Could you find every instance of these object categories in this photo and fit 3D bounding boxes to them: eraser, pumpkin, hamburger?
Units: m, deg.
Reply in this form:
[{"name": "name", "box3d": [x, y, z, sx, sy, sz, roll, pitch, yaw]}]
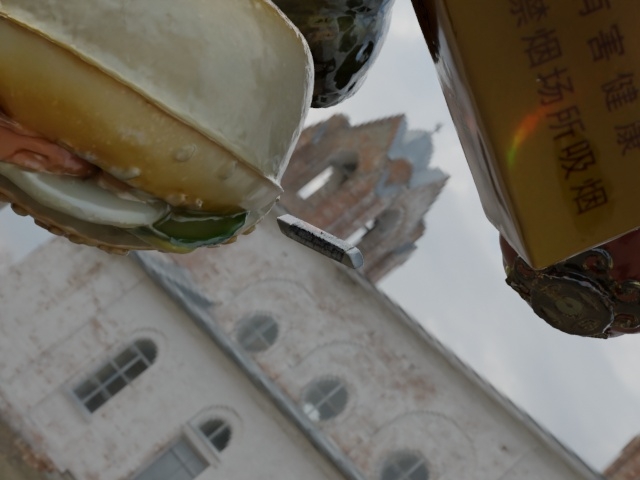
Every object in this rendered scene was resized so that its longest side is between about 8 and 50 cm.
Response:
[{"name": "eraser", "box3d": [0.000, 0.000, 1.055, 0.099, 0.019, 0.027, 26, 21, 21]}, {"name": "pumpkin", "box3d": [-0.042, -0.272, 1.051, 0.303, 0.256, 0.225, -119, -138, -52]}, {"name": "hamburger", "box3d": [-0.107, -0.087, 0.505, 0.237, 0.147, 0.237, 33, 8, -5]}]

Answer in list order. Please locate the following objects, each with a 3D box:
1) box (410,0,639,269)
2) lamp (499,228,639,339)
[{"name": "box", "box3d": [0.262, -0.188, 0.612, 0.116, 0.415, 0.264, -110, 178, -71]}, {"name": "lamp", "box3d": [0.320, 0.006, 1.195, 0.227, 0.227, 0.227, 46, -15, 17]}]
